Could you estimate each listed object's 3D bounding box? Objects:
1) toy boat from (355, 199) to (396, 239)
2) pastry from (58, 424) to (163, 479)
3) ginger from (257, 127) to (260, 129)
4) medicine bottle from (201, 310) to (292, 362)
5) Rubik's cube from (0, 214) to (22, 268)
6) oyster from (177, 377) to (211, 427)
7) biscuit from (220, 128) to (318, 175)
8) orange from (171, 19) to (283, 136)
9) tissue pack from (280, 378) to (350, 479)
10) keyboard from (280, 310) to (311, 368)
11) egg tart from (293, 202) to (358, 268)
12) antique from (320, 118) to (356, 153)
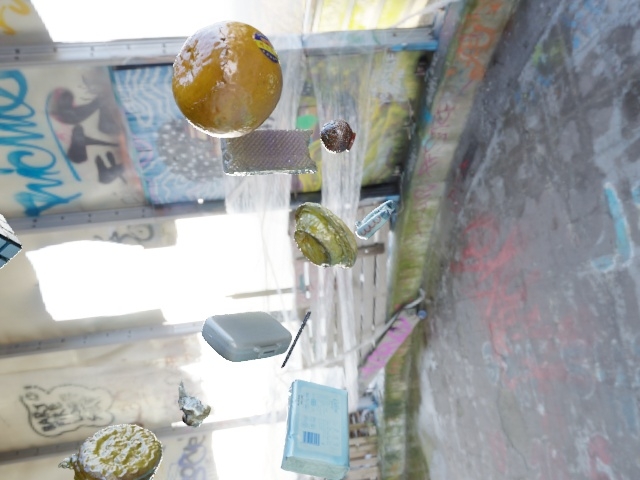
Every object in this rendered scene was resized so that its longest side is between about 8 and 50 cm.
[{"bbox_3d":[0.211,-0.085,2.091,0.208,0.079,0.134,-44,9,44],"label":"toy boat"},{"bbox_3d":[-0.586,0.635,1.523,0.235,0.240,0.132,33,113,26],"label":"pastry"},{"bbox_3d":[-0.239,-0.331,1.468,0.290,0.137,0.089,50,-119,-44],"label":"ginger"},{"bbox_3d":[-0.312,0.408,2.257,0.282,0.375,0.123,31,106,35],"label":"medicine bottle"},{"bbox_3d":[-0.922,-0.002,1.372,0.162,0.160,0.163,42,173,27],"label":"Rubik's cube"},{"bbox_3d":[-0.475,0.616,1.939,0.161,0.107,0.233,48,161,-23],"label":"oyster"},{"bbox_3d":[-0.121,-0.210,1.260,0.062,0.239,0.108,-10,86,63],"label":"biscuit"},{"bbox_3d":[-0.173,-0.300,0.988,0.193,0.219,0.219,24,-127,-60],"label":"orange"},{"bbox_3d":[-0.012,0.528,1.479,0.263,0.177,0.089,-89,16,-58],"label":"tissue pack"},{"bbox_3d":[-0.077,0.319,1.694,0.202,0.011,0.067,-63,-8,-7],"label":"keyboard"},{"bbox_3d":[0.000,0.000,1.213,0.191,0.074,0.191,39,153,24],"label":"egg tart"},{"bbox_3d":[0.047,-0.301,1.518,0.104,0.104,0.104,174,90,-81],"label":"antique"}]
